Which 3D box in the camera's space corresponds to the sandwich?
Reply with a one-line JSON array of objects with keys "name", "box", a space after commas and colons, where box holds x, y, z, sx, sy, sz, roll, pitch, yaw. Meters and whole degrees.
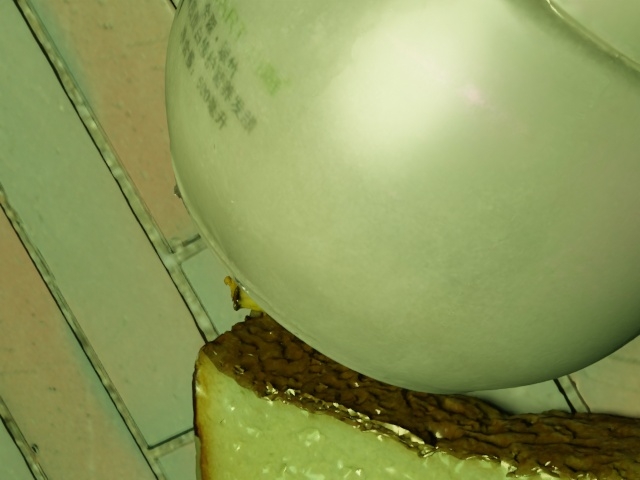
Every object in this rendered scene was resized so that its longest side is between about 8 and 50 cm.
[{"name": "sandwich", "box": [0.070, 0.202, 0.960, 0.301, 0.099, 0.271, 14, 121, 25]}]

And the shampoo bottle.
[{"name": "shampoo bottle", "box": [0.083, -0.090, 0.720, 0.273, 0.273, 0.266, 43, 120, 11]}]

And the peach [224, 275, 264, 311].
[{"name": "peach", "box": [0.005, -0.004, 0.909, 0.151, 0.118, 0.151, 6, 142, 5]}]
